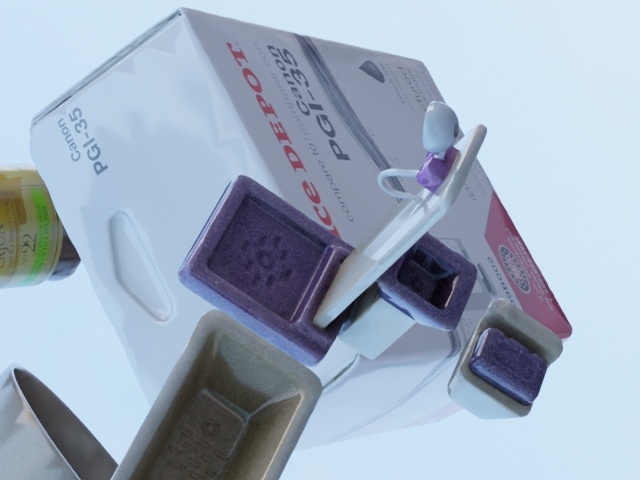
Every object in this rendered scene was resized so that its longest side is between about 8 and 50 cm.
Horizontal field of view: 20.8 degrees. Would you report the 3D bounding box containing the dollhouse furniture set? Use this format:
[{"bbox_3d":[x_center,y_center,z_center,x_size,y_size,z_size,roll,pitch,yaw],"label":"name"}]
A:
[{"bbox_3d":[0.012,0.030,0.375,0.091,0.081,0.114,34,-129,-8],"label":"dollhouse furniture set"}]

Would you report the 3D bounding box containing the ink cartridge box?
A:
[{"bbox_3d":[0.000,0.000,0.959,0.283,0.117,0.207,0,-121,-62],"label":"ink cartridge box"}]

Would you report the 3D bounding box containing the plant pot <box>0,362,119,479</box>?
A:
[{"bbox_3d":[-0.278,0.284,1.424,0.256,0.274,0.256,51,178,3],"label":"plant pot"}]

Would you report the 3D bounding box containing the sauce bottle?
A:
[{"bbox_3d":[-0.354,-0.004,1.424,0.344,0.111,0.111,-7,-97,-42],"label":"sauce bottle"}]
